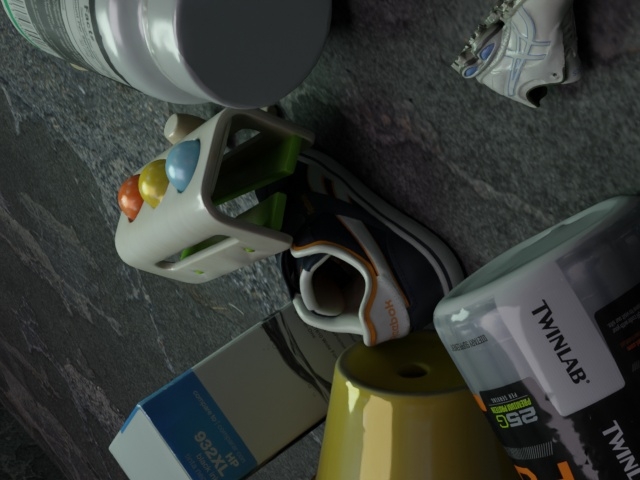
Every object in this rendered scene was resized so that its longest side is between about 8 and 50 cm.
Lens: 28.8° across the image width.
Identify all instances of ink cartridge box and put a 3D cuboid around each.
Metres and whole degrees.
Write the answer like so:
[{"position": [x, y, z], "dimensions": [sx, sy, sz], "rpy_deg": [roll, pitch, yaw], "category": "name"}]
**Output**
[{"position": [-0.066, 0.178, 1.415], "dimensions": [0.129, 0.307, 0.223], "rpy_deg": [53, 154, 8], "category": "ink cartridge box"}]

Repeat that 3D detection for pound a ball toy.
[{"position": [-0.131, -0.080, 1.357], "dimensions": [0.136, 0.208, 0.319], "rpy_deg": [19, 163, -23], "category": "pound a ball toy"}]

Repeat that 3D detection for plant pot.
[{"position": [0.099, 0.230, 1.272], "dimensions": [0.254, 0.254, 0.239], "rpy_deg": [23, 122, 51], "category": "plant pot"}]

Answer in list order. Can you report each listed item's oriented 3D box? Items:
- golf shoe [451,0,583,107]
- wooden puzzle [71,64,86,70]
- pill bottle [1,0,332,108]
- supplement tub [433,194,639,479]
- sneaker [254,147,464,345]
[{"position": [0.171, -0.160, 0.927], "dimensions": [0.086, 0.069, 0.176], "rpy_deg": [37, 156, -1], "category": "golf shoe"}, {"position": [-0.278, -0.308, 1.587], "dimensions": [0.239, 0.044, 0.221], "rpy_deg": [18, 132, 48], "category": "wooden puzzle"}, {"position": [-0.162, -0.250, 1.243], "dimensions": [0.361, 0.204, 0.204], "rpy_deg": [26, 139, 48], "category": "pill bottle"}, {"position": [0.240, 0.141, 0.954], "dimensions": [0.316, 0.194, 0.193], "rpy_deg": [59, 155, 0], "category": "supplement tub"}, {"position": [0.000, 0.000, 1.317], "dimensions": [0.321, 0.127, 0.126], "rpy_deg": [34, 146, 45], "category": "sneaker"}]
